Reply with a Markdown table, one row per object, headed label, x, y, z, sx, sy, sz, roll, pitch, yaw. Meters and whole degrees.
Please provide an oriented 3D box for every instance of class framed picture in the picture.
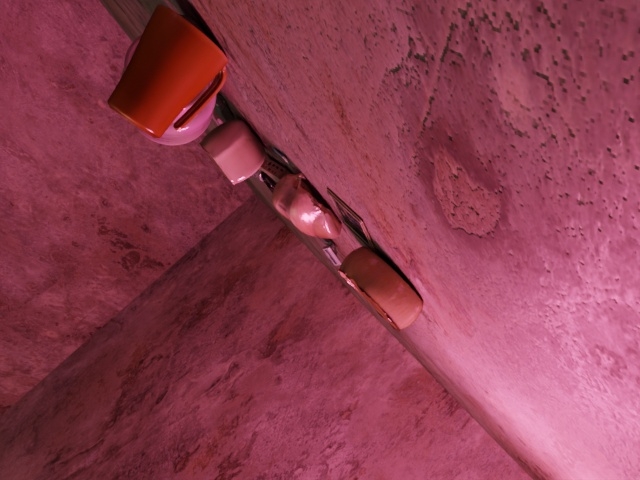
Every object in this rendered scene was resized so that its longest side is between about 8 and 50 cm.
| label | x | y | z | sx | sy | sz | roll | pitch | yaw |
| --- | --- | --- | --- | --- | --- | --- | --- | --- | --- |
| framed picture | 0.081 | -0.050 | 1.322 | 0.142 | 0.011 | 0.183 | 46 | 175 | 29 |

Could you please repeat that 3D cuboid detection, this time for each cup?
| label | x | y | z | sx | sy | sz | roll | pitch | yaw |
| --- | --- | --- | --- | --- | --- | --- | --- | --- | --- |
| cup | -0.328 | -0.360 | 1.134 | 0.182 | 0.264 | 0.226 | 36 | -179 | 31 |

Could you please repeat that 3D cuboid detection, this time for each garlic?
| label | x | y | z | sx | sy | sz | roll | pitch | yaw |
| --- | --- | --- | --- | --- | --- | --- | --- | --- | --- |
| garlic | -0.062 | -0.095 | 1.523 | 0.217 | 0.110 | 0.228 | 24 | 153 | 45 |

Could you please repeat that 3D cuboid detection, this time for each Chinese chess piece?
| label | x | y | z | sx | sy | sz | roll | pitch | yaw |
| --- | --- | --- | --- | --- | --- | --- | --- | --- | --- |
| Chinese chess piece | 0.165 | 0.132 | 1.403 | 0.257 | 0.104 | 0.257 | 44 | 176 | 4 |

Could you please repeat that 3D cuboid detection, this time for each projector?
| label | x | y | z | sx | sy | sz | roll | pitch | yaw |
| --- | --- | --- | --- | --- | --- | --- | --- | --- | --- |
| projector | -0.112 | -0.160 | 1.745 | 0.259 | 0.079 | 0.257 | 53 | 171 | -33 |

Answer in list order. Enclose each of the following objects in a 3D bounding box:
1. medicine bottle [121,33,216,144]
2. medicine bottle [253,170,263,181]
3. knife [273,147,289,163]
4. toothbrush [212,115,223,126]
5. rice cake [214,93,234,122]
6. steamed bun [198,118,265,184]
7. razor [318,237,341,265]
| label | x | y | z | sx | sy | sz | roll | pitch | yaw |
| --- | --- | --- | --- | --- | --- | --- | --- | --- | --- |
| medicine bottle | -0.415 | -0.415 | 1.397 | 0.256 | 0.256 | 0.325 | 49 | 167 | -8 |
| medicine bottle | -0.281 | -0.324 | 1.961 | 0.258 | 0.079 | 0.124 | 44 | 174 | 33 |
| knife | -0.115 | -0.251 | 1.485 | 0.096 | 0.010 | 0.027 | 46 | 176 | 47 |
| toothbrush | -0.469 | -0.564 | 2.082 | 0.021 | 0.024 | 0.288 | 42 | 171 | 31 |
| rice cake | -0.367 | -0.481 | 1.715 | 0.189 | 0.037 | 0.198 | 48 | 175 | 0 |
| steamed bun | -0.281 | -0.298 | 1.650 | 0.146 | 0.164 | 0.241 | 53 | 175 | -33 |
| razor | 0.008 | -0.007 | 2.143 | 0.111 | 0.056 | 0.278 | 54 | 180 | -38 |
